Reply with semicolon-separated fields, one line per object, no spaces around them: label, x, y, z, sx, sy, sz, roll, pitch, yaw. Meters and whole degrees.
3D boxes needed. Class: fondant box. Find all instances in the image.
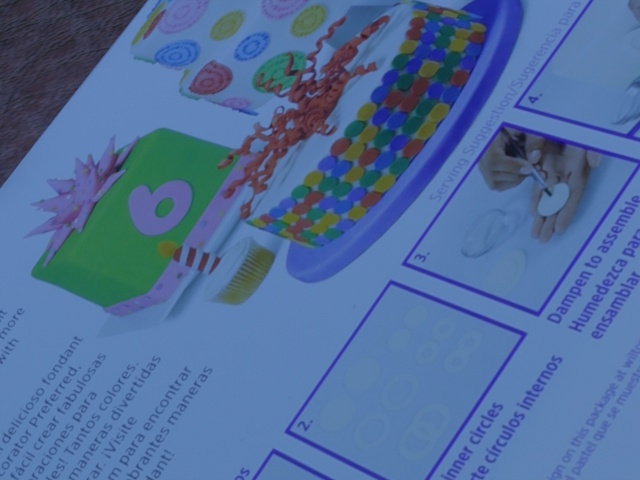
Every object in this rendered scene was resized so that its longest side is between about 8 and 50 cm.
fondant box;0.032;0.029;0.547;0.330;0.096;0.238;21;70;45
